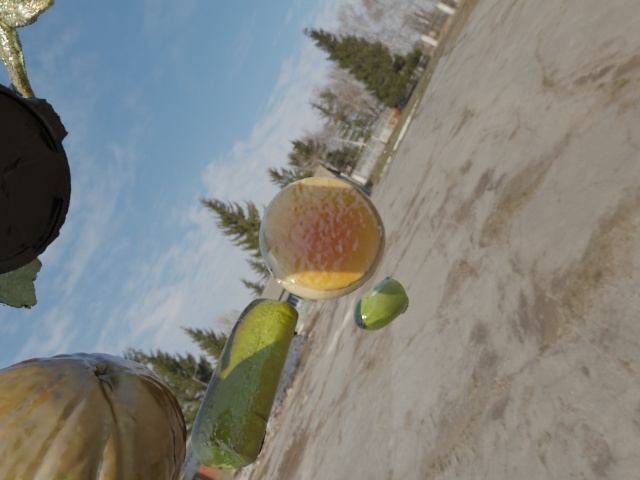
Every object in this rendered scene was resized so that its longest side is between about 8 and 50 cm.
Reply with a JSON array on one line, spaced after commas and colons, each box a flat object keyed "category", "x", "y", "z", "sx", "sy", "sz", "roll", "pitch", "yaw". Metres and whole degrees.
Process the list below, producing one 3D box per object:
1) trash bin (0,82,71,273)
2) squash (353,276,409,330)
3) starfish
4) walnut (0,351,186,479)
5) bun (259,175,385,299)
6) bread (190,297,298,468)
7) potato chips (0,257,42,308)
[{"category": "trash bin", "x": -0.467, "y": -0.065, "z": 0.438, "sx": 0.203, "sy": 0.302, "sz": 0.252, "roll": 83, "pitch": -168, "yaw": -56}, {"category": "squash", "x": 0.163, "y": 0.198, "z": 1.216, "sx": 0.187, "sy": 0.123, "sz": 0.123, "roll": -28, "pitch": -26, "yaw": -42}, {"category": "starfish", "x": -0.699, "y": -0.501, "z": 0.933, "sx": 0.078, "sy": 0.358, "sz": 0.347, "roll": -19, "pitch": -31, "yaw": -46}, {"category": "walnut", "x": -0.329, "y": 0.301, "z": 0.515, "sx": 0.332, "sy": 0.333, "sz": 0.333, "roll": -64, "pitch": -1, "yaw": -1}, {"category": "bun", "x": 0.000, "y": 0.000, "z": 1.013, "sx": 0.298, "sy": 0.299, "sz": 0.165, "roll": -63, "pitch": -3, "yaw": -11}, {"category": "bread", "x": -0.165, "y": 0.290, "z": 0.921, "sx": 0.166, "sy": 0.112, "sz": 0.383, "roll": -13, "pitch": 43, "yaw": 32}, {"category": "potato chips", "x": -0.823, "y": 0.066, "z": 1.100, "sx": 0.059, "sy": 0.167, "sz": 0.228, "roll": -19, "pitch": 71, "yaw": 40}]
